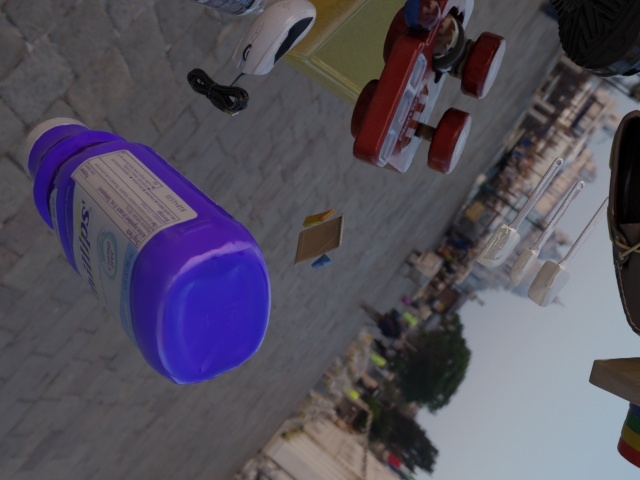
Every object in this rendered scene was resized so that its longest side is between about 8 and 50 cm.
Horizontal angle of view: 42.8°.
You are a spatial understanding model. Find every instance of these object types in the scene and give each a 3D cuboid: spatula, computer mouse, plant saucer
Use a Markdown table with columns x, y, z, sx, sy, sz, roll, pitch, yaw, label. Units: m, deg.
| x | y | z | sx | sy | sz | roll | pitch | yaw | label |
| --- | --- | --- | --- | --- | --- | --- | --- | --- | --- |
| 0.421 | -0.015 | 1.503 | 0.242 | 0.168 | 0.019 | -55 | -178 | 3 | spatula |
| -0.087 | -0.257 | 1.086 | 0.193 | 0.106 | 0.042 | -48 | 144 | -2 | computer mouse |
| 0.103 | -0.387 | 1.476 | 0.332 | 0.081 | 0.333 | -41 | 149 | 19 | plant saucer |

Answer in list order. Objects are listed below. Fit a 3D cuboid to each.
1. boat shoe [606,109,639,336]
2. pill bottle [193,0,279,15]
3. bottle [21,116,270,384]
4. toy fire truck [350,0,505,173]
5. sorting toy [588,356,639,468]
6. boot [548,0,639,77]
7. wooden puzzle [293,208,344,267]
| x | y | z | sx | sy | sz | roll | pitch | yaw | label |
| --- | --- | --- | --- | --- | --- | --- | --- | --- | --- |
| 0.454 | -0.020 | 1.140 | 0.096 | 0.116 | 0.325 | 9 | 83 | -38 | boat shoe |
| -0.155 | -0.442 | 1.388 | 0.180 | 0.108 | 0.108 | 5 | 128 | -47 | pill bottle |
| -0.145 | -0.013 | 0.611 | 0.092 | 0.283 | 0.118 | -20 | 129 | -30 | bottle |
| 0.146 | -0.240 | 1.185 | 0.302 | 0.169 | 0.254 | -67 | 165 | 4 | toy fire truck |
| 0.427 | 0.200 | 0.791 | 0.257 | 0.255 | 0.089 | 5 | 103 | -41 | sorting toy |
| 0.462 | -0.290 | 1.116 | 0.131 | 0.260 | 0.348 | -55 | -162 | 36 | boot |
| 0.000 | 0.000 | 1.041 | 0.078 | 0.014 | 0.116 | -21 | -148 | 28 | wooden puzzle |
